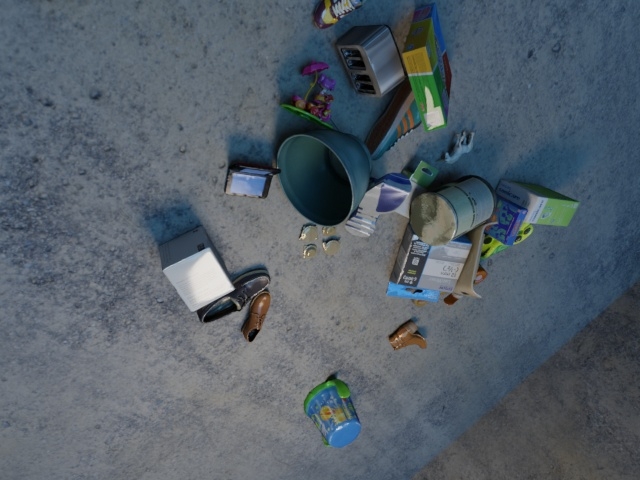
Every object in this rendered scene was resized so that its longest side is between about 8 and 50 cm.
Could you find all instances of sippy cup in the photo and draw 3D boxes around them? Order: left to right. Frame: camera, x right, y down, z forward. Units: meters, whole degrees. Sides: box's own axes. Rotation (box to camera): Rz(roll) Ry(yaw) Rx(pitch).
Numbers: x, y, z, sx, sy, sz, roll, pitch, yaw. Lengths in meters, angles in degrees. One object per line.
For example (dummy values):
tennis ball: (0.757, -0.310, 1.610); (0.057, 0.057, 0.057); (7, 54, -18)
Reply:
sippy cup: (0.069, 0.812, 1.879); (0.239, 0.224, 0.306); (-33, 127, -7)

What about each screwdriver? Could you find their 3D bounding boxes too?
screwdriver: (0.037, -0.380, 1.290); (0.170, 0.024, 0.025); (51, 60, -40)

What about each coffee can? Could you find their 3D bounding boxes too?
coffee can: (0.496, -0.116, 1.519); (0.275, 0.201, 0.202); (-22, 128, -35)

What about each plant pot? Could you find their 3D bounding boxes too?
plant pot: (0.037, -0.215, 1.249); (0.196, 0.292, 0.294); (-37, 133, -37)

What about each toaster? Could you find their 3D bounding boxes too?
toaster: (0.149, -0.512, 1.165); (0.110, 0.185, 0.168); (-42, 129, -10)

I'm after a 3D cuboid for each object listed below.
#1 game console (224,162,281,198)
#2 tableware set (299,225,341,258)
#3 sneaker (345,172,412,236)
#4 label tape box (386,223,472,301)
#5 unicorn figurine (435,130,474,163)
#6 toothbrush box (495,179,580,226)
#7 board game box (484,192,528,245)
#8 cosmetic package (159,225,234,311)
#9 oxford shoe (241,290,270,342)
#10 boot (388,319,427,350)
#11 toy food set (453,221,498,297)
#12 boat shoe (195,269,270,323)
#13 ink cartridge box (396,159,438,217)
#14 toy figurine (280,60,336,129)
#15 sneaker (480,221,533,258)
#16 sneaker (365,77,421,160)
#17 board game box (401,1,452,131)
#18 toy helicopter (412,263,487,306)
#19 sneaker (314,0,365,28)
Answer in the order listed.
game console: (-0.208, -0.180, 1.246); (0.143, 0.124, 0.086); (3, 90, -29)
tableware set: (0.000, 0.000, 1.495); (0.168, 0.020, 0.141); (-10, 120, -20)
sneaker: (0.185, -0.161, 1.378); (0.127, 0.183, 0.315); (22, 149, -11)
label tape box: (0.440, 0.124, 1.688); (0.248, 0.115, 0.348); (9, 114, -7)
unicorn figurine: (0.524, -0.349, 1.530); (0.161, 0.060, 0.111); (-12, 122, -20)
toothbrush box: (0.921, -0.162, 1.750); (0.282, 0.206, 0.122); (3, 116, -29)
board game box: (0.738, -0.098, 1.692); (0.047, 0.210, 0.160); (0, 117, -26)
cosmetic package: (-0.385, 0.086, 1.266); (0.151, 0.151, 0.184); (-28, 126, -9)
oxford shoe: (-0.229, 0.286, 1.513); (0.075, 0.076, 0.213); (12, 110, -30)
boot: (0.420, 0.489, 1.967); (0.152, 0.073, 0.197); (-37, 116, -4)
toy food set: (0.631, 0.078, 1.665); (0.092, 0.220, 0.307); (13, 85, -4)
boat shoe: (-0.296, 0.203, 1.417); (0.285, 0.092, 0.103); (-26, 126, -11)
ink cartridge box: (0.337, -0.198, 1.523); (0.108, 0.062, 0.210); (20, 107, -35)
toy figurine: (-0.008, -0.430, 1.179); (0.173, 0.130, 0.160); (19, 99, -25)
sneaker: (0.805, -0.017, 1.793); (0.123, 0.110, 0.295); (-21, 167, -33)
sneaker: (0.266, -0.384, 1.348); (0.121, 0.108, 0.302); (28, 102, -31)
board game box: (0.322, -0.513, 1.197); (0.064, 0.317, 0.242); (-7, 134, 28)
toy helicopter: (0.590, 0.216, 1.879); (0.354, 0.140, 0.235); (-26, 136, 2)
sneaker: (0.064, -0.648, 1.105); (0.185, 0.084, 0.069); (-42, 128, 1)
